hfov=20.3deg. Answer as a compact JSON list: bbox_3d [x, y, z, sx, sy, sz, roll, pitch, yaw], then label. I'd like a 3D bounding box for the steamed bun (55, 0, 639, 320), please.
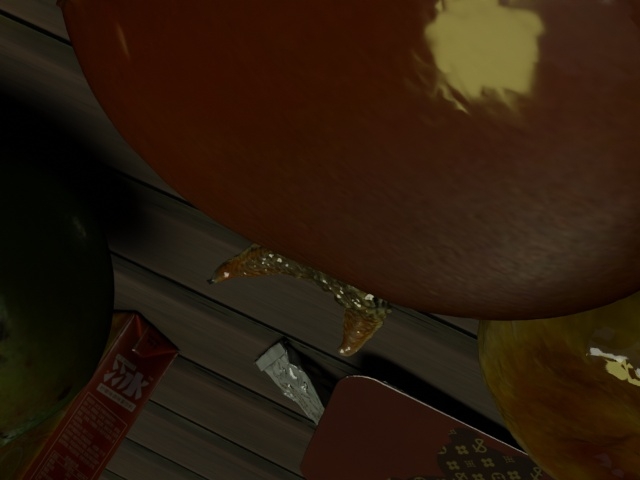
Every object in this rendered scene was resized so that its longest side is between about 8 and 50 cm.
[{"bbox_3d":[0.073,-0.105,0.721,0.248,0.235,0.379,42,155,-15],"label":"steamed bun"}]

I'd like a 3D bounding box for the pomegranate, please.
[{"bbox_3d":[-0.300,-0.009,1.441,0.309,0.216,0.359,11,119,40],"label":"pomegranate"}]

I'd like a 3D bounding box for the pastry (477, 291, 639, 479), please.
[{"bbox_3d":[0.251,0.090,0.990,0.356,0.164,0.356,28,162,10],"label":"pastry"}]

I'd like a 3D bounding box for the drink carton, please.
[{"bbox_3d":[-0.234,0.172,1.659,0.071,0.223,0.096,45,155,-29],"label":"drink carton"}]

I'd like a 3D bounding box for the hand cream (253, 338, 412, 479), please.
[{"bbox_3d":[0.050,0.177,1.546,0.257,0.050,0.084,36,159,-1],"label":"hand cream"}]

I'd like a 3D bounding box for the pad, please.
[{"bbox_3d":[0.118,0.211,1.486,0.267,0.004,0.181,25,139,3],"label":"pad"}]

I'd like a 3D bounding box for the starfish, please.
[{"bbox_3d":[0.000,-0.002,1.259,0.138,0.050,0.247,30,150,6],"label":"starfish"}]
